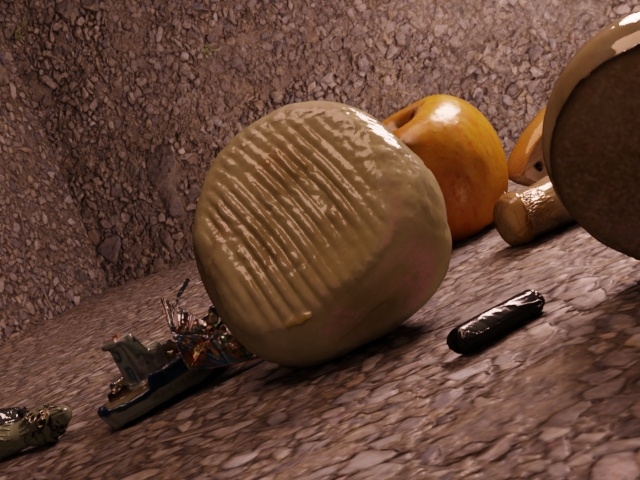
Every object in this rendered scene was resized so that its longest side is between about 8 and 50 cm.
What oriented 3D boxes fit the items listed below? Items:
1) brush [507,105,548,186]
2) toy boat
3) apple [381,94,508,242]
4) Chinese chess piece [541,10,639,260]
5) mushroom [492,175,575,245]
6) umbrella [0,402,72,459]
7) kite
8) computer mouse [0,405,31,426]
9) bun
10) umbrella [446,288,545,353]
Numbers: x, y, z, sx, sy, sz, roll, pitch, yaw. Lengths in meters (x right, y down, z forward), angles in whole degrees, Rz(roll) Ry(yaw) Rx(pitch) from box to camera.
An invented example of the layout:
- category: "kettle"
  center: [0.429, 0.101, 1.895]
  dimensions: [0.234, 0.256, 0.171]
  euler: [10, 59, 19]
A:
- category: "brush"
  center: [0.491, -0.177, 1.727]
  dimensions: [0.267, 0.174, 0.166]
  euler: [-32, 18, -18]
- category: "toy boat"
  center: [-0.226, 0.166, 1.296]
  dimensions: [0.114, 0.115, 0.262]
  euler: [-16, 8, 42]
- category: "apple"
  center: [0.208, -0.117, 1.700]
  dimensions: [0.299, 0.275, 0.299]
  euler: [-28, 16, 9]
- category: "Chinese chess piece"
  center: [0.362, -0.103, 0.915]
  dimensions: [0.270, 0.270, 0.112]
  euler: [-18, 23, 32]
- category: "mushroom"
  center: [0.421, -0.086, 1.449]
  dimensions: [0.351, 0.095, 0.123]
  euler: [-22, -12, -25]
- category: "umbrella"
  center: [-0.414, 0.270, 1.297]
  dimensions: [0.144, 0.062, 0.067]
  euler: [-26, -28, 21]
- category: "kite"
  center: [-0.155, 0.134, 1.292]
  dimensions: [0.010, 0.183, 0.160]
  euler: [-64, -3, 39]
- category: "computer mouse"
  center: [-0.557, 0.308, 1.436]
  dimensions: [0.229, 0.068, 0.113]
  euler: [-9, -4, 14]
- category: "bun"
  center: [0.000, 0.000, 1.197]
  dimensions: [0.361, 0.361, 0.213]
  euler: [-19, -29, 18]
- category: "umbrella"
  center: [0.190, 0.086, 0.965]
  dimensions: [0.133, 0.031, 0.036]
  euler: [-24, 33, -31]
